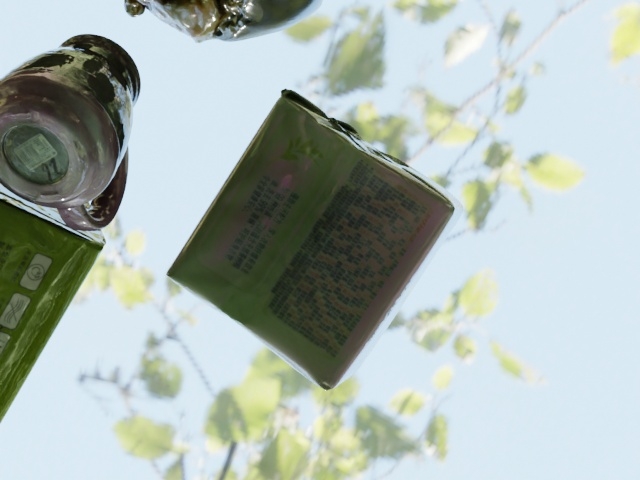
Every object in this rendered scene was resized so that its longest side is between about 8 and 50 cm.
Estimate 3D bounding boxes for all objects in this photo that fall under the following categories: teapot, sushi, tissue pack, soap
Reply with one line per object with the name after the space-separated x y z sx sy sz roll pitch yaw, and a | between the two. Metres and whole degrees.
-0.188 -0.093 1.199 0.148 0.116 0.146 47 -147 -16 | teapot
-0.118 -0.300 1.513 0.213 0.200 0.204 29 -135 36 | sushi
-0.342 0.053 1.277 0.200 0.275 0.167 26 -169 -26 | tissue pack
0.000 0.000 1.321 0.182 0.138 0.199 34 -87 9 | soap
